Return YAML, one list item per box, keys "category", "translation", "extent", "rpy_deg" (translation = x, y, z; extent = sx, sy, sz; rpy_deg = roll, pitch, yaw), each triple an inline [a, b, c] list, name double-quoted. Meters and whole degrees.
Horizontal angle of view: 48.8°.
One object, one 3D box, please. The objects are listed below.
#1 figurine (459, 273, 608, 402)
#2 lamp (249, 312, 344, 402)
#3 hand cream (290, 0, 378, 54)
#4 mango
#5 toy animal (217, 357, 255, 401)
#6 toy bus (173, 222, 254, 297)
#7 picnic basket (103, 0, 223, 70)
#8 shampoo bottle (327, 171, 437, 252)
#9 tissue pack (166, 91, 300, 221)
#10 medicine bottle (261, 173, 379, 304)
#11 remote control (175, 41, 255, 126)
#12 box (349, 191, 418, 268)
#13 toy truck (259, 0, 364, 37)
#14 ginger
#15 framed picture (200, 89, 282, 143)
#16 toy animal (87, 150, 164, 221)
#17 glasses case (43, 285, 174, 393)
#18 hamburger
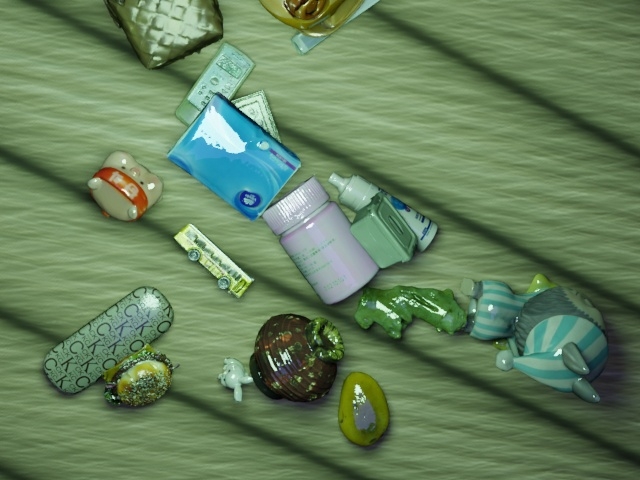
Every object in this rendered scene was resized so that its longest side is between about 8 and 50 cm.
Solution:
- category: "figurine"
  translation: [0.554, 0.228, 1.737]
  extent: [0.362, 0.378, 0.266]
  rpy_deg: [14, 94, -7]
- category: "lamp"
  translation: [-0.055, 0.291, 1.765]
  extent: [0.247, 0.247, 0.246]
  rpy_deg: [0, 95, -4]
- category: "hand cream"
  translation: [0.038, -0.566, 1.789]
  extent: [0.255, 0.048, 0.079]
  rpy_deg: [-40, 83, -1]
- category: "mango"
  translation: [0.109, 0.443, 1.860]
  extent: [0.137, 0.098, 0.195]
  rpy_deg: [-14, 91, 1]
- category: "toy animal"
  translation: [-0.222, 0.352, 1.812]
  extent: [0.085, 0.124, 0.071]
  rpy_deg: [37, 87, -8]
- category: "toy bus"
  translation: [-0.274, 0.052, 1.807]
  extent: [0.226, 0.081, 0.074]
  rpy_deg: [43, 86, -3]
- category: "picnic basket"
  translation: [-0.371, -0.573, 1.635]
  extent: [0.254, 0.291, 0.320]
  rpy_deg: [-24, 105, -2]
- category: "shampoo bottle"
  translation: [0.153, -0.084, 1.820]
  extent: [0.303, 0.092, 0.092]
  rpy_deg: [33, 92, -6]
- category: "tissue pack"
  translation: [-0.209, -0.204, 1.724]
  extent: [0.263, 0.146, 0.198]
  rpy_deg: [38, 96, -16]
- category: "medicine bottle"
  translation: [0.000, 0.000, 1.771]
  extent: [0.178, 0.178, 0.290]
  rpy_deg: [-37, 96, -1]
- category: "remote control"
  translation: [-0.267, -0.382, 1.787]
  extent: [0.098, 0.038, 0.233]
  rpy_deg: [35, 91, -8]
- category: "box"
  translation: [0.152, -0.018, 1.738]
  extent: [0.093, 0.124, 0.172]
  rpy_deg: [-31, 105, 30]
- category: "toy truck"
  translation: [-0.019, -0.623, 1.679]
  extent: [0.288, 0.211, 0.204]
  rpy_deg: [-41, 76, -7]
- category: "ginger"
  translation: [0.231, 0.185, 1.835]
  extent: [0.290, 0.089, 0.137]
  rpy_deg: [-3, 60, 3]
- category: "framed picture"
  translation: [-0.187, -0.248, 1.799]
  extent: [0.173, 0.010, 0.231]
  rpy_deg: [-21, 106, -3]
- category: "toy animal"
  translation: [-0.472, -0.128, 1.712]
  extent: [0.172, 0.197, 0.171]
  rpy_deg: [-1, 100, -4]
- category: "glasses case"
  translation: [-0.536, 0.253, 1.797]
  extent: [0.355, 0.085, 0.137]
  rpy_deg: [-36, 97, 0]
- category: "hamburger"
  translation: [-0.454, 0.354, 1.776]
  extent: [0.190, 0.093, 0.164]
  rpy_deg: [-38, 138, 2]
